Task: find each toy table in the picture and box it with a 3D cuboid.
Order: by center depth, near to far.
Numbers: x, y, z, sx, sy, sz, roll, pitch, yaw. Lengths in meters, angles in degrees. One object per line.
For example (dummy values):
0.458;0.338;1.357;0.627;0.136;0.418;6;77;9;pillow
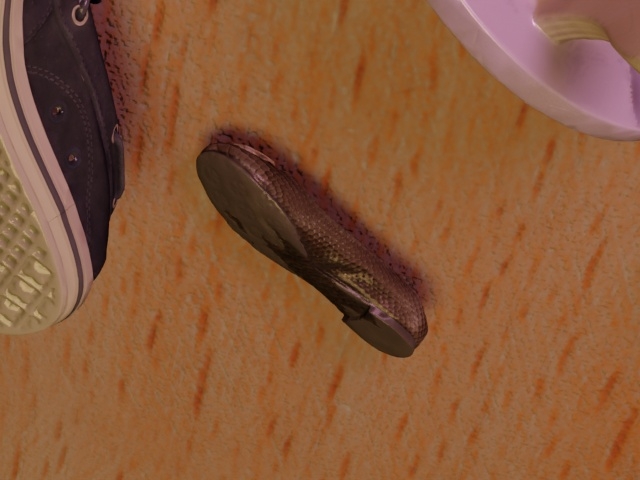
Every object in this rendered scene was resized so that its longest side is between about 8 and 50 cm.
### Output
0.184;-0.180;1.030;0.274;0.252;0.161;27;154;-30;toy table

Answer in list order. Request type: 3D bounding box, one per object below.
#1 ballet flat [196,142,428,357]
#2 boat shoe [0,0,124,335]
0.000;0.000;1.401;0.250;0.058;0.084;42;153;-18;ballet flat
-0.250;-0.169;1.226;0.187;0.156;0.500;3;125;21;boat shoe
